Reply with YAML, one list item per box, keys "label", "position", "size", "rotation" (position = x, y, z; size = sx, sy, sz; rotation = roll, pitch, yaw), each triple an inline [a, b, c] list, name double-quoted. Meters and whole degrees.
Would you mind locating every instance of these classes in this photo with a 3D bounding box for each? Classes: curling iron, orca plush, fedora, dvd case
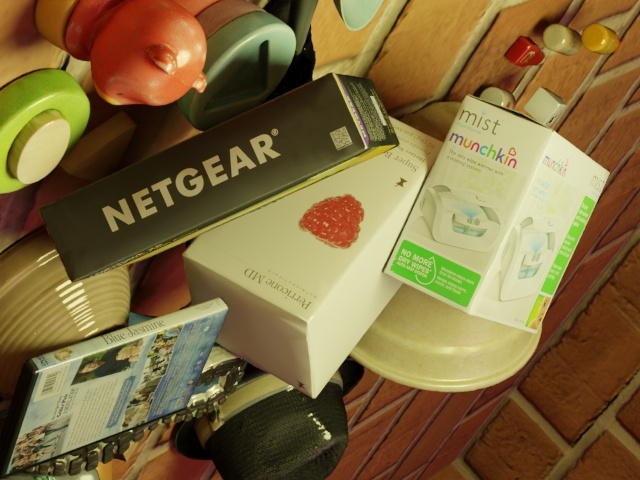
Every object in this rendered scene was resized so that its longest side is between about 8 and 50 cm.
- label: "curling iron"
  position: [-0.016, -0.268, 1.453]
  size: [0.035, 0.068, 0.274]
  rotation: [-40, 157, -22]
- label: "orca plush"
  position: [-0.023, -0.162, 1.650]
  size: [0.151, 0.102, 0.287]
  rotation: [-24, 154, -47]
- label: "fedora"
  position: [-0.060, 0.311, 2.415]
  size: [0.334, 0.152, 0.334]
  rotation: [-19, 157, -8]
- label: "dvd case"
  position: [-0.225, 0.158, 1.657]
  size: [0.253, 0.022, 0.180]
  rotation: [-18, 146, -39]

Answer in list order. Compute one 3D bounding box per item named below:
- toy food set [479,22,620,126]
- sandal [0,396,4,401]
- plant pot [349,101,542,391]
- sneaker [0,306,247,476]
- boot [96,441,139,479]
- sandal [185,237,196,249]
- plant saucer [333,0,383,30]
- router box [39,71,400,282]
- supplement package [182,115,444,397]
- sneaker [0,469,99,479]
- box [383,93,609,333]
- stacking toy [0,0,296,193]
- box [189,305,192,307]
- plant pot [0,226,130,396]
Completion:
- label: "toy food set"
  position: [0.325, -0.232, 2.230]
  size: [0.232, 0.111, 0.104]
  rotation: [-53, 160, 17]
- label: "sandal"
  position: [-0.386, 0.312, 1.917]
  size: [0.167, 0.107, 0.446]
  rotation: [-42, 161, -8]
- label: "plant pot"
  position: [0.181, -0.013, 2.151]
  size: [0.334, 0.334, 0.305]
  rotation: [-31, 147, -36]
- label: "sneaker"
  position: [-0.254, 0.166, 1.817]
  size: [0.330, 0.147, 0.129]
  rotation: [-18, 142, -38]
- label: "boot"
  position: [-0.298, 0.248, 1.876]
  size: [0.197, 0.073, 0.152]
  rotation: [-68, 145, -48]
- label: "sandal"
  position: [-0.137, -0.013, 1.805]
  size: [0.090, 0.060, 0.219]
  rotation: [-48, 162, 11]
- label: "plant saucer"
  position: [0.042, -0.304, 1.506]
  size: [0.195, 0.037, 0.195]
  rotation: [19, 90, -75]
- label: "router box"
  position: [-0.088, -0.064, 1.502]
  size: [0.309, 0.081, 0.243]
  rotation: [-24, 180, 12]
- label: "supplement package"
  position: [0.000, 0.000, 1.802]
  size: [0.293, 0.177, 0.175]
  rotation: [-52, 158, -27]
- label: "sneaker"
  position: [-0.346, 0.303, 1.752]
  size: [0.224, 0.083, 0.098]
  rotation: [-13, 180, -28]
- label: "box"
  position: [0.215, -0.026, 1.838]
  size: [0.231, 0.127, 0.262]
  rotation: [-65, 154, 2]
- label: "stacking toy"
  position: [-0.161, -0.119, 1.403]
  size: [0.279, 0.130, 0.309]
  rotation: [-50, 161, 18]
- label: "box"
  position: [-0.127, 0.114, 2.135]
  size: [0.136, 0.036, 0.225]
  rotation: [-38, 161, 0]
- label: "plant pot"
  position: [-0.284, 0.093, 1.649]
  size: [0.237, 0.110, 0.237]
  rotation: [-39, 163, -15]
